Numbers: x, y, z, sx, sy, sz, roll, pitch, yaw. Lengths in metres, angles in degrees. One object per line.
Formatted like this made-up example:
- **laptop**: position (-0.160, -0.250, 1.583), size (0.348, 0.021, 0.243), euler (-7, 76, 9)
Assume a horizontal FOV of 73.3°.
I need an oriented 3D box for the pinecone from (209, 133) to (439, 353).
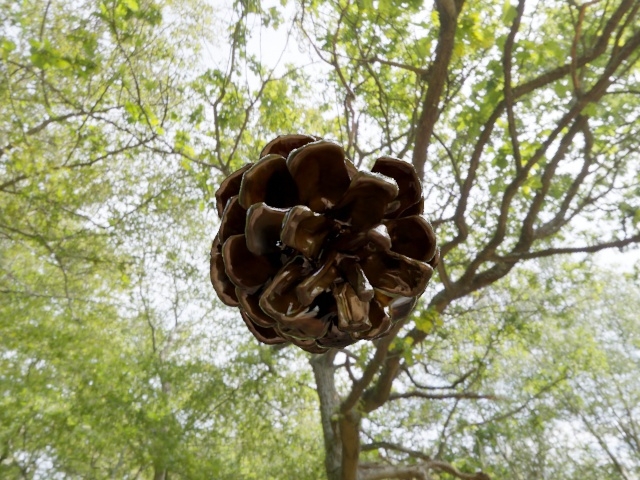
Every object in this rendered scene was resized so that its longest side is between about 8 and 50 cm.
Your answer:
- **pinecone**: position (0.000, 0.000, 0.442), size (0.243, 0.309, 0.245), euler (1, -97, -9)
